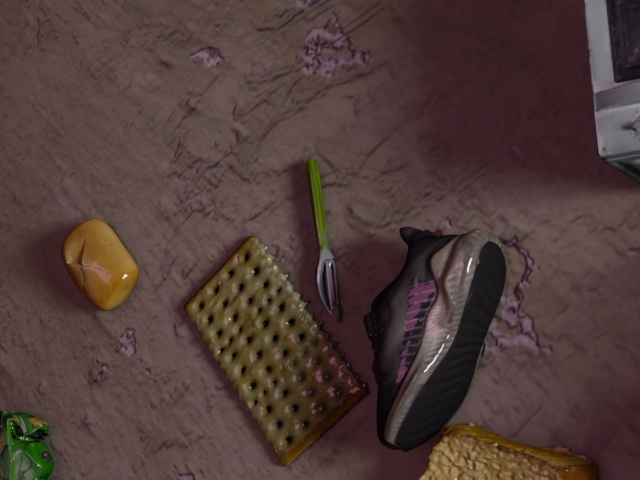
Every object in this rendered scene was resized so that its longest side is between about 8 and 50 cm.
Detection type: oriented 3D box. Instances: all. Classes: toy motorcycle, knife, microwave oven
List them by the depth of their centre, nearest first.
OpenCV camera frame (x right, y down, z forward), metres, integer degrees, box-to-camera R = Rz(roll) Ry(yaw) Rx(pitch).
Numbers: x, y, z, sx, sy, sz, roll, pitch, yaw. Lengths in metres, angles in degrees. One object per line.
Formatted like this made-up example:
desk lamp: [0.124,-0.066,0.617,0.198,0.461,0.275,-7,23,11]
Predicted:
microwave oven: [0.295,-0.163,0.854,0.122,0.162,0.208,-8,79,31]
knife: [0.000,0.000,1.098,0.026,0.022,0.184,-8,78,4]
toy motorcycle: [-0.370,0.285,1.267,0.106,0.074,0.190,-32,68,15]

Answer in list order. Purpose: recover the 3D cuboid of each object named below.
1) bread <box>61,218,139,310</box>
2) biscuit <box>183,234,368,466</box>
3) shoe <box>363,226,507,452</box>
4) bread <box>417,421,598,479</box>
bread: [-0.275,0.028,1.244,0.082,0.056,0.115,-44,63,20]
biscuit: [-0.056,0.116,1.122,0.139,0.016,0.231,-46,62,20]
shoe: [0.096,0.086,0.991,0.112,0.099,0.227,26,93,39]
bread: [0.164,0.232,0.945,0.187,0.065,0.103,12,96,34]
